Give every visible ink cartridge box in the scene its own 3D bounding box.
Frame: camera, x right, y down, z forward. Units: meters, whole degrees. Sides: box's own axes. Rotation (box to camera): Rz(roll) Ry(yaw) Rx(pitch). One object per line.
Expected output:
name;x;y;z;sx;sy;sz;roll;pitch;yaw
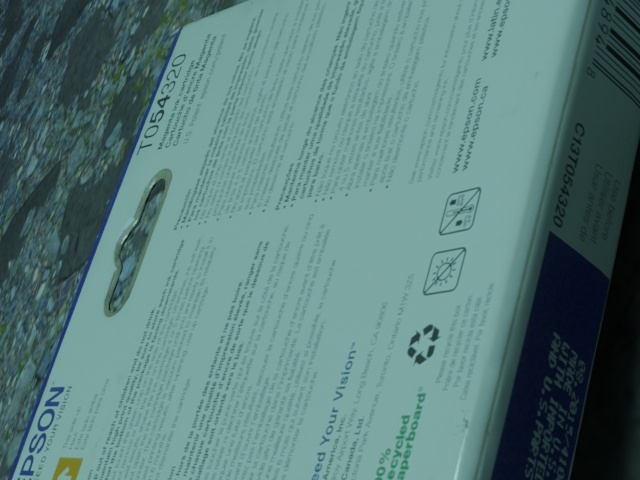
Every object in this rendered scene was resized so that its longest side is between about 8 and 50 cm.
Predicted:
ink cartridge box;0.000;0.000;0.630;0.330;0.071;0.324;-10;56;49
